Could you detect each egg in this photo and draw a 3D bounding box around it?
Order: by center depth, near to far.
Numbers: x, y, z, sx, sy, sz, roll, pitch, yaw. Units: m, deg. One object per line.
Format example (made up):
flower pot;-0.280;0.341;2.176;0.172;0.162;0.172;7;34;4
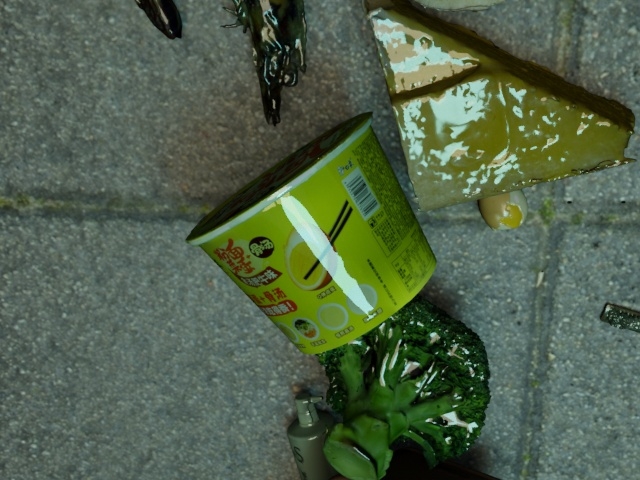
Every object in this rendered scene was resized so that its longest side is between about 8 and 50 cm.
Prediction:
egg;0.268;-0.057;1.211;0.071;0.071;0.083;-21;103;9

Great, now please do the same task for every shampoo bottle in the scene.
shampoo bottle;0.005;0.371;1.346;0.085;0.085;0.262;-15;105;8

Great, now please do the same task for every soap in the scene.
soap;0.255;-0.229;1.112;0.339;0.169;0.304;-14;115;7

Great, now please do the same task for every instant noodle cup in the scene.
instant noodle cup;0.000;0.000;1.123;0.311;0.311;0.221;-32;100;12

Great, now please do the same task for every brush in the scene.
brush;0.532;0.141;1.276;0.191;0.027;0.034;17;109;-3

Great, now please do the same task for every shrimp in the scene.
shrimp;-0.153;-0.366;1.143;0.272;0.085;0.444;-15;102;13

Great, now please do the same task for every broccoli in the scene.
broccoli;0.104;0.227;1.202;0.298;0.297;0.297;20;137;20

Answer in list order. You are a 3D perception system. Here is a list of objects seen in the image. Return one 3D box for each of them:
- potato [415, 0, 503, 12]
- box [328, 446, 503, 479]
potato;0.199;-0.432;1.084;0.299;0.116;0.239;-43;106;3
box;0.120;0.504;1.194;0.240;0.229;0.339;13;92;33
